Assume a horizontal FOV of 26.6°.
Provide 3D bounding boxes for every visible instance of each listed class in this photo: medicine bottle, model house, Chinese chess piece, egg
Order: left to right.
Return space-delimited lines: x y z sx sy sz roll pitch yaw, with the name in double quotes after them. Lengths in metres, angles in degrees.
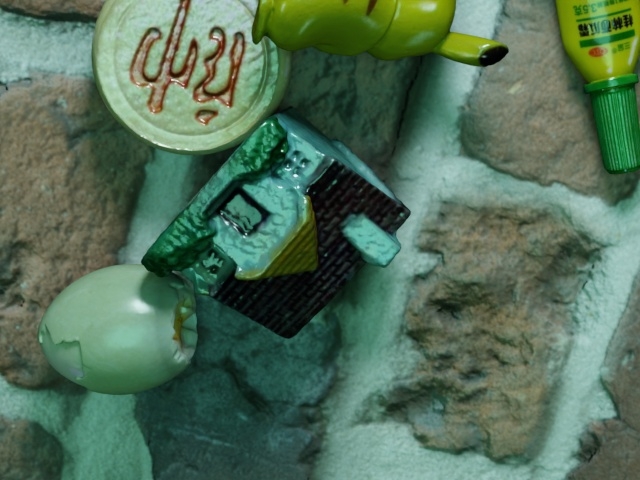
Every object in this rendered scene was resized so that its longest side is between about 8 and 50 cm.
-0.287 0.124 1.888 0.217 0.183 0.183 -2 104 11 "egg"
-0.172 -0.249 1.823 0.270 0.112 0.270 1 105 2 "Chinese chess piece"
-0.048 0.002 1.815 0.249 0.230 0.280 43 104 0 "model house"
0.385 -0.241 1.817 0.111 0.076 0.309 -11 104 7 "medicine bottle"

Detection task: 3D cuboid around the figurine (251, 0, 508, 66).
0.064 -0.329 1.750 0.327 0.169 0.218 6 70 -29 "figurine"
